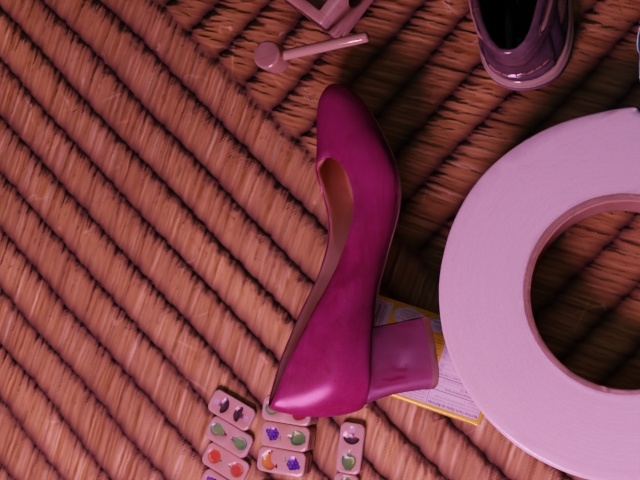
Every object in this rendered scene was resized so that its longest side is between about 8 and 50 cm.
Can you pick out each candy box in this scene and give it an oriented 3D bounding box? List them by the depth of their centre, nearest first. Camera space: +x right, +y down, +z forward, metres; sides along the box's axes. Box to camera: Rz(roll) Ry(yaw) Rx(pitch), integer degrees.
[{"bbox_3d":[0.095,0.125,1.302,0.205,0.027,0.105,18,84,10],"label":"candy box"}]

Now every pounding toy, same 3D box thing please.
[{"bbox_3d":[0.002,-0.277,1.354,0.181,0.094,0.206,40,96,17],"label":"pounding toy"}]

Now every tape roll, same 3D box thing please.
[{"bbox_3d":[0.318,0.057,1.221,0.392,0.072,0.392,-2,82,12],"label":"tape roll"}]

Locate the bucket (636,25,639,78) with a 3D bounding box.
[{"bbox_3d":[0.443,-0.226,1.116,0.281,0.183,0.281,9,125,13],"label":"bucket"}]

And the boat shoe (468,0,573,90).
[{"bbox_3d":[0.219,-0.348,1.277,0.132,0.130,0.355,-8,82,16],"label":"boat shoe"}]

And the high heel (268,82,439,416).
[{"bbox_3d":[0.000,0.000,1.260,0.181,0.127,0.377,-8,65,-15],"label":"high heel"}]

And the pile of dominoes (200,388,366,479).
[{"bbox_3d":[-0.058,0.304,1.342,0.196,0.040,0.251,7,86,17],"label":"pile of dominoes"}]
